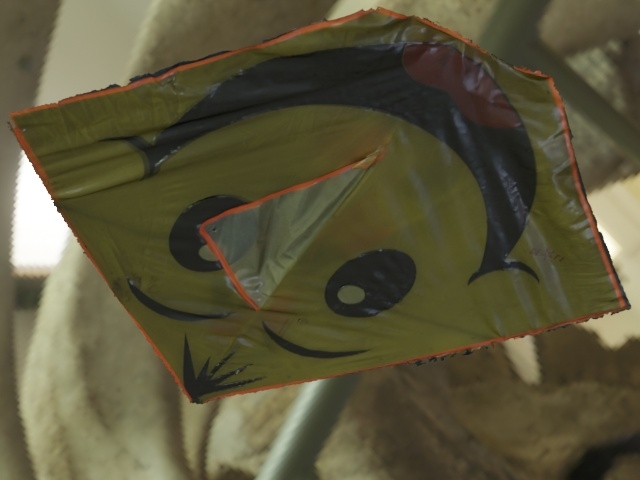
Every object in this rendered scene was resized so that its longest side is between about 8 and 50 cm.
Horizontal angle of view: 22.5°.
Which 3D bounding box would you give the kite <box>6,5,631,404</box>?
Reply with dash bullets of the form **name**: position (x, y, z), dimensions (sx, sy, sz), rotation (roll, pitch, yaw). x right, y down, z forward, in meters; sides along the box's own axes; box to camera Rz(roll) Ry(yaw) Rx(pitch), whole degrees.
- **kite**: position (0.000, 0.002, 0.887), dimensions (0.377, 0.327, 0.013), rotation (19, -138, -24)
